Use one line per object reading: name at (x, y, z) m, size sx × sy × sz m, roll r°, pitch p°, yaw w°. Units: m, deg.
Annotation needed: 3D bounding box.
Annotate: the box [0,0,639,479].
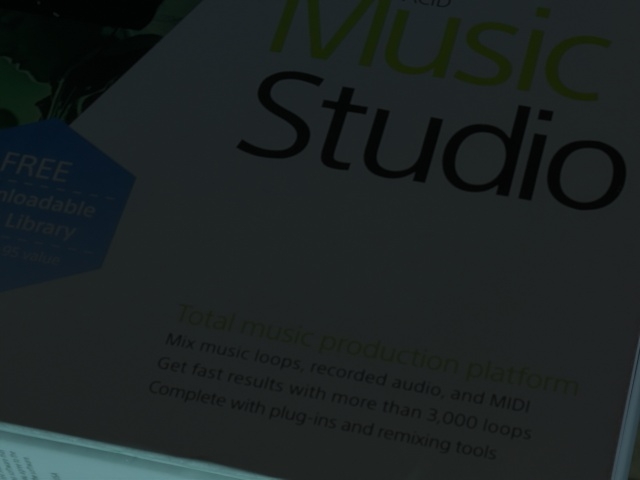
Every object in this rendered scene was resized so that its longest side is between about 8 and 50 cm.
box at (-0.005, -0.063, 0.559) m, size 0.058 × 0.232 × 0.322 m, roll 84°, pitch 19°, yaw -54°
